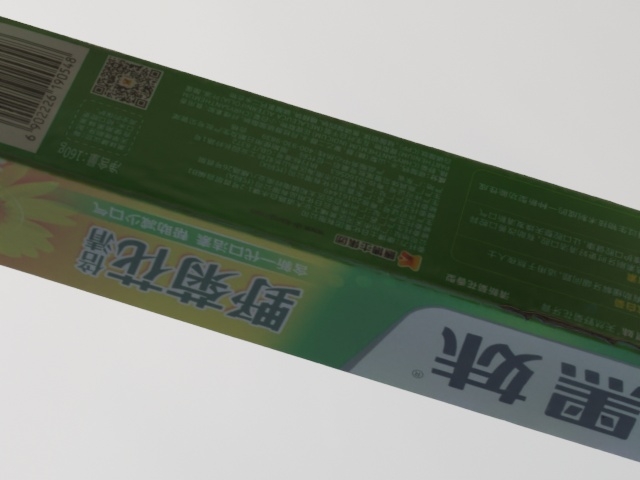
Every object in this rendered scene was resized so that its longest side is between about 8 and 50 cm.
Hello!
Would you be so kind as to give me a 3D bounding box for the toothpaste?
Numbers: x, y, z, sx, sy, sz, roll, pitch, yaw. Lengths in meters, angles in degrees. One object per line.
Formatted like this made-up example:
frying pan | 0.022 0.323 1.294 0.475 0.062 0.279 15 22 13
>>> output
toothpaste | 0.000 0.000 0.413 0.178 0.037 0.043 17 -136 2
